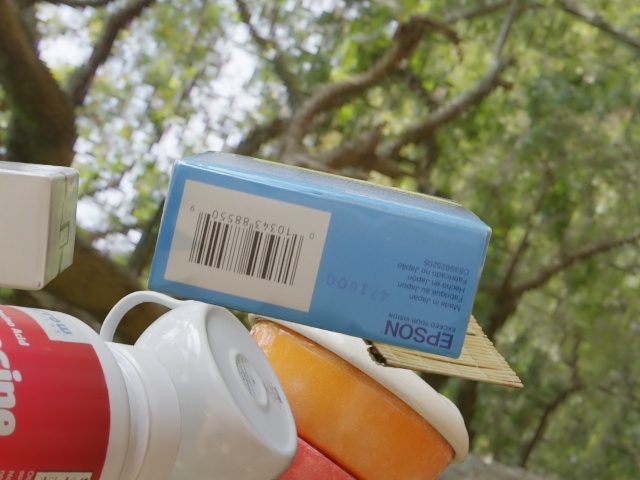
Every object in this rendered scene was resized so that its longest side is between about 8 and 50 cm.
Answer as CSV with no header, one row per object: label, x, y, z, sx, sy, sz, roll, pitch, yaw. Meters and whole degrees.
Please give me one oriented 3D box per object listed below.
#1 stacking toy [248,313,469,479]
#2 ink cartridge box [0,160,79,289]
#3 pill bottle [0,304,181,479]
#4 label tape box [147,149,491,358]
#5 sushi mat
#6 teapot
stacking toy,-0.060,0.349,1.997,0.480,0.350,0.350,-55,-21,-14
ink cartridge box,-0.266,-0.018,1.139,0.203,0.148,0.086,-133,48,-84
pill bottle,-0.331,0.171,1.424,0.408,0.229,0.229,11,-77,-51
label tape box,0.000,0.000,1.310,0.347,0.249,0.115,-89,11,-87
sushi mat,0.108,0.094,1.660,0.019,0.151,0.316,-44,-30,20
teapot,-0.160,0.203,1.804,0.187,0.252,0.256,-29,19,13
